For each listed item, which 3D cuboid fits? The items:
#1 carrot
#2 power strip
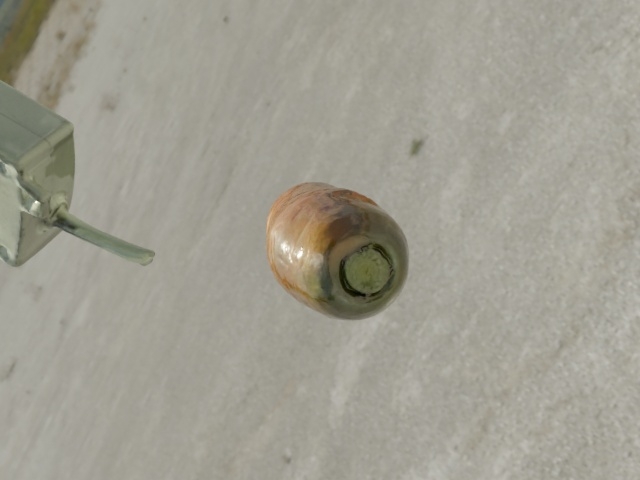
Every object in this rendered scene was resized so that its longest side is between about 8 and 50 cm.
[{"bbox_3d":[0.000,0.000,0.658,0.087,0.087,0.193,-59,18,1],"label":"carrot"},{"bbox_3d":[-0.153,-0.034,0.450,0.042,0.175,0.075,-51,-12,-43],"label":"power strip"}]
